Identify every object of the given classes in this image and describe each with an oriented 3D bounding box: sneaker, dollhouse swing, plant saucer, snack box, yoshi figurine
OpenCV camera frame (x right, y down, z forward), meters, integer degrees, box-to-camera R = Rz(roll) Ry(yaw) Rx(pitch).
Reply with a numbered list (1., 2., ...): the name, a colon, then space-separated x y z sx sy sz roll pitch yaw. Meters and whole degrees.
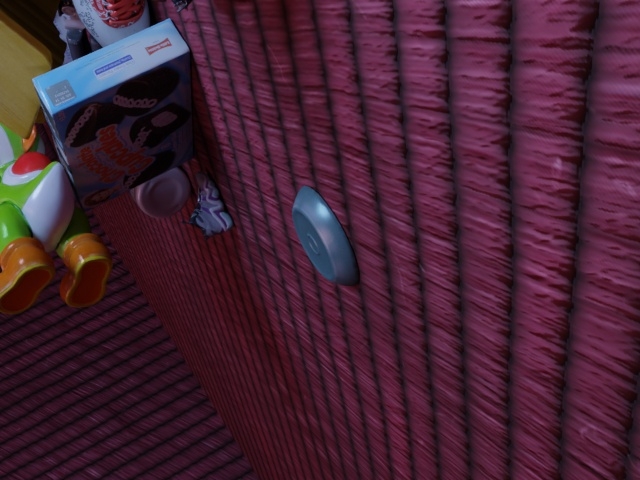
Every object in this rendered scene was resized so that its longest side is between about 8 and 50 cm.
1. sneaker: -0.178 -0.048 1.441 0.098 0.069 0.038 63 165 -4
2. dollhouse swing: -0.381 -0.393 1.262 0.315 0.305 0.347 39 -158 -31
3. plant saucer: 0.000 0.000 1.029 0.119 0.021 0.119 54 163 26
4. snack box: -0.267 -0.158 1.317 0.060 0.187 0.322 58 165 14
5. yoshi figurine: -0.442 -0.046 1.372 0.362 0.203 0.204 57 171 30
6. sneaker: -0.256 -0.319 1.186 0.145 0.090 0.270 49 158 47

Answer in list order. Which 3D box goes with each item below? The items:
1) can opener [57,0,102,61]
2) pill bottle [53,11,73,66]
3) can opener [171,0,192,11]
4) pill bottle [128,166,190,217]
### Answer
1. can opener: -0.383 -0.352 1.624 0.280 0.074 0.093 102 173 -65
2. pill bottle: -0.668 -0.341 1.892 0.229 0.407 0.229 55 164 24
3. can opener: -0.116 -0.252 0.902 0.186 0.059 0.073 29 144 64
4. pill bottle: -0.293 -0.114 1.656 0.169 0.094 0.094 45 157 49
